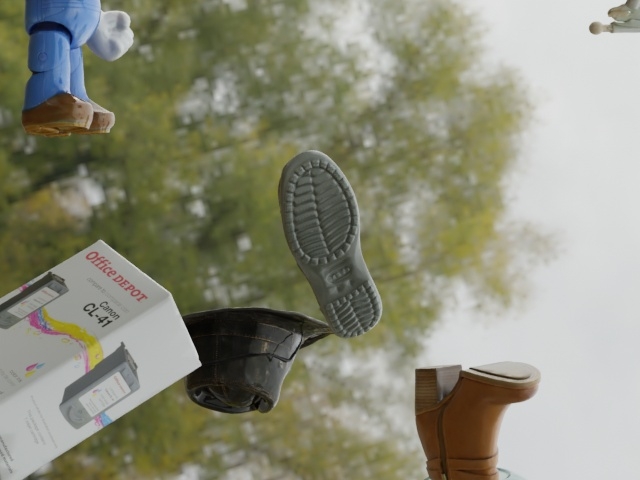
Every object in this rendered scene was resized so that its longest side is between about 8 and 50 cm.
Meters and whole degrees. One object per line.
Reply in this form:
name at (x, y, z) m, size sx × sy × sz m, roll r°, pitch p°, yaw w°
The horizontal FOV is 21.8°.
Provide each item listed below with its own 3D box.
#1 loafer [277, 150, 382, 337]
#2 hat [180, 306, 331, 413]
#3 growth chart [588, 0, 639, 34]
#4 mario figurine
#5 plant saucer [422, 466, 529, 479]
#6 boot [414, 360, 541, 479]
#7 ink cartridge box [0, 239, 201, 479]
loafer at (0.000, 0.000, 1.953) m, size 0.087 × 0.094 × 0.251 m, roll -129°, pitch -159°, yaw -56°
hat at (-0.115, 0.188, 2.462) m, size 0.331 × 0.331 × 0.134 m, roll 142°, pitch -52°, yaw -68°
growth chart at (0.401, -0.283, 1.727) m, size 0.237 × 0.172 × 0.021 m, roll 117°, pitch -32°, yaw -57°
mario figurine at (-0.260, -0.277, 1.803) m, size 0.198 × 0.170 × 0.320 m, roll -2°, pitch -87°, yaw 63°
plant saucer at (0.207, 0.334, 2.244) m, size 0.195 × 0.195 × 0.037 m, roll -169°, pitch -106°, yaw -68°
boot at (0.172, 0.206, 1.740) m, size 0.197 × 0.073 × 0.152 m, roll -10°, pitch -93°, yaw 61°
ink cartridge box at (-0.349, 0.155, 2.184) m, size 0.226 × 0.306 × 0.131 m, roll 32°, pitch -31°, yaw 50°
